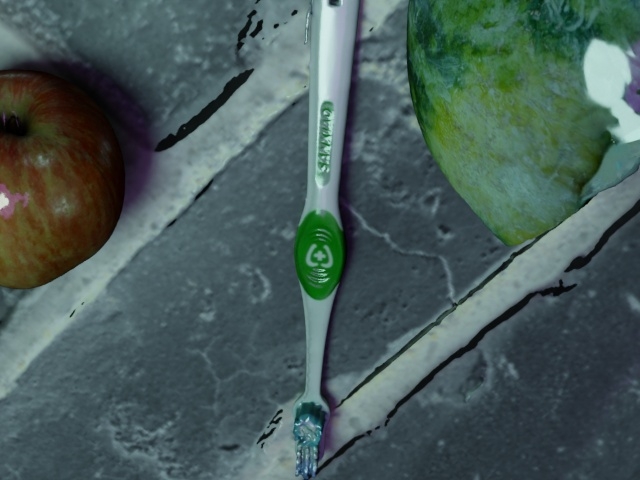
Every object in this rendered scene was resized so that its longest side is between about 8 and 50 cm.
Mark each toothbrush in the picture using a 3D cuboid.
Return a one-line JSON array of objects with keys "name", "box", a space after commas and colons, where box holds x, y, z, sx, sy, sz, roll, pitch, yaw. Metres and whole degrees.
[{"name": "toothbrush", "box": [0.001, -0.002, 0.778, 0.042, 0.040, 0.417, 5, 111, 4]}]

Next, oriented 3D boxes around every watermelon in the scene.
[{"name": "watermelon", "box": [0.175, -0.148, 0.599, 0.305, 0.180, 0.224, -45, 62, 38]}]

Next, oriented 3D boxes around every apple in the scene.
[{"name": "apple", "box": [-0.210, -0.041, 0.719, 0.146, 0.146, 0.131, 4, 136, 4]}]
